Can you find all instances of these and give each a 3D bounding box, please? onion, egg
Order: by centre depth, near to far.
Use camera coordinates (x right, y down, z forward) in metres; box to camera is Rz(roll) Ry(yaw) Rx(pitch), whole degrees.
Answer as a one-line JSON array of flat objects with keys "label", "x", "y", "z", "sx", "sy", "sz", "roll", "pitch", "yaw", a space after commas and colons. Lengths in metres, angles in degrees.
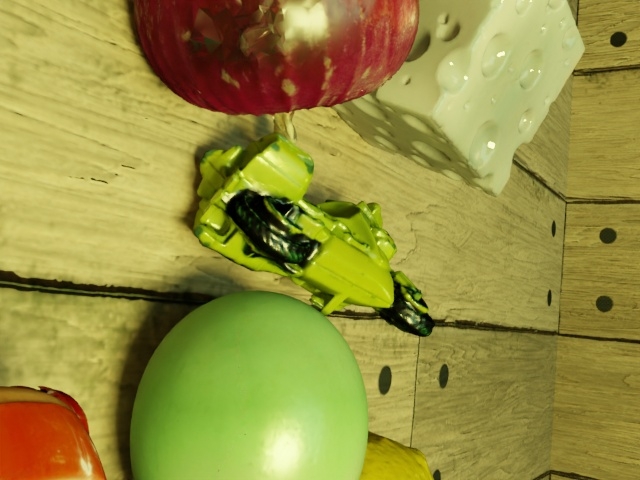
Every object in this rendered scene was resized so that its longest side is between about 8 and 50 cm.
[{"label": "egg", "x": -0.067, "y": 0.182, "z": 0.658, "sx": 0.220, "sy": 0.221, "sz": 0.269, "roll": 22, "pitch": 77, "yaw": -56}, {"label": "onion", "x": -0.037, "y": -0.219, "z": 0.674, "sx": 0.272, "sy": 0.256, "sz": 0.230, "roll": 61, "pitch": 27, "yaw": -16}]

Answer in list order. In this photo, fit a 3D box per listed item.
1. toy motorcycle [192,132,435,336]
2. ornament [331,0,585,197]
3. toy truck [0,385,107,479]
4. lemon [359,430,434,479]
[{"label": "toy motorcycle", "x": 0.002, "y": -0.002, "z": 0.811, "sx": 0.342, "sy": 0.206, "sz": 0.142, "roll": 31, "pitch": 97, "yaw": -44}, {"label": "ornament", "x": 0.155, "y": -0.239, "z": 0.906, "sx": 0.239, "sy": 0.240, "sz": 0.239, "roll": 32, "pitch": 88, "yaw": -52}, {"label": "toy truck", "x": -0.210, "y": 0.225, "z": 0.384, "sx": 0.264, "sy": 0.239, "sz": 0.189, "roll": -54, "pitch": 154, "yaw": 9}, {"label": "lemon", "x": 0.031, "y": 0.340, "z": 0.818, "sx": 0.288, "sy": 0.234, "sz": 0.233, "roll": 13, "pitch": 80, "yaw": -49}]
